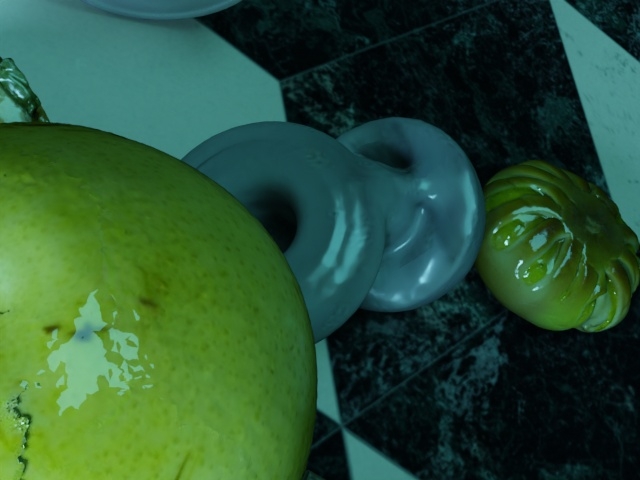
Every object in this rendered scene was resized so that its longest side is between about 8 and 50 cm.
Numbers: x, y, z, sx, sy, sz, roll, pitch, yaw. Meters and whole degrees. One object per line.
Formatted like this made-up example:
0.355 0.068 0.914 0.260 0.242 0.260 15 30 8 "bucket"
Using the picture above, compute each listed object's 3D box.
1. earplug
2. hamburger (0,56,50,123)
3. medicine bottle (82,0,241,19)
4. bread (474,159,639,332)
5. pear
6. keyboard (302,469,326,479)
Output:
0.004 -0.006 0.900 0.325 0.175 0.214 -11 66 -24 "earplug"
-0.275 -0.099 0.814 0.087 0.102 0.176 -38 88 -26 "hamburger"
-0.157 -0.403 0.944 0.256 0.256 0.325 8 69 -28 "medicine bottle"
0.262 0.000 1.081 0.213 0.105 0.213 14 56 -23 "bread"
-0.170 0.092 0.627 0.348 0.348 0.349 14 59 -24 "pear"
-0.015 0.261 0.835 0.049 0.015 0.129 30 54 -8 "keyboard"
